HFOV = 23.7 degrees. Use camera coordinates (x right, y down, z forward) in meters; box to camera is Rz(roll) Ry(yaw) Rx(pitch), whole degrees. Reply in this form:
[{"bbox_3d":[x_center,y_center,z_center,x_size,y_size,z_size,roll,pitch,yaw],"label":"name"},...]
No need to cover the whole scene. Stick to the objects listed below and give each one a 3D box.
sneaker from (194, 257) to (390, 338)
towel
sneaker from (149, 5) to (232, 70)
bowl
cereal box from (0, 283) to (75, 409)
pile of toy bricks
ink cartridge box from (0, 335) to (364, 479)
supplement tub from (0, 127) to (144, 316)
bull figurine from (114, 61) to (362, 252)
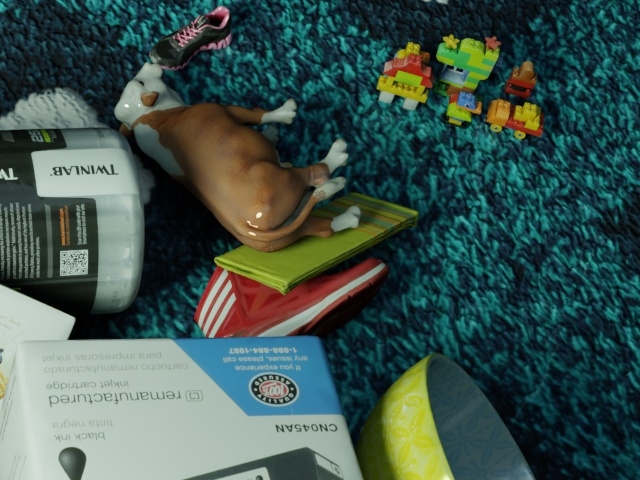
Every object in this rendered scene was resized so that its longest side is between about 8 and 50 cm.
[{"bbox_3d":[-0.038,0.047,1.632,0.221,0.087,0.128,-30,70,-33],"label":"sneaker"},{"bbox_3d":[0.000,0.000,1.660,0.102,0.021,0.237,17,29,35],"label":"towel"},{"bbox_3d":[-0.153,-0.246,1.819,0.119,0.057,0.047,-32,72,-31],"label":"sneaker"},{"bbox_3d":[0.109,0.269,1.456,0.156,0.289,0.289,-30,60,16],"label":"bowl"},{"bbox_3d":[-0.349,0.146,1.393,0.173,0.047,0.240,26,79,-26],"label":"cereal box"},{"bbox_3d":[0.185,-0.210,1.865,0.212,0.105,0.118,15,53,-6],"label":"pile of toy bricks"},{"bbox_3d":[-0.102,0.281,1.270,0.285,0.166,0.395,0,48,-21],"label":"ink cartridge box"},{"bbox_3d":[-0.345,-0.013,1.513,0.316,0.193,0.193,-3,57,-20],"label":"supplement tub"},{"bbox_3d":[-0.093,-0.094,1.678,0.188,0.101,0.310,-15,46,-31],"label":"bull figurine"}]
